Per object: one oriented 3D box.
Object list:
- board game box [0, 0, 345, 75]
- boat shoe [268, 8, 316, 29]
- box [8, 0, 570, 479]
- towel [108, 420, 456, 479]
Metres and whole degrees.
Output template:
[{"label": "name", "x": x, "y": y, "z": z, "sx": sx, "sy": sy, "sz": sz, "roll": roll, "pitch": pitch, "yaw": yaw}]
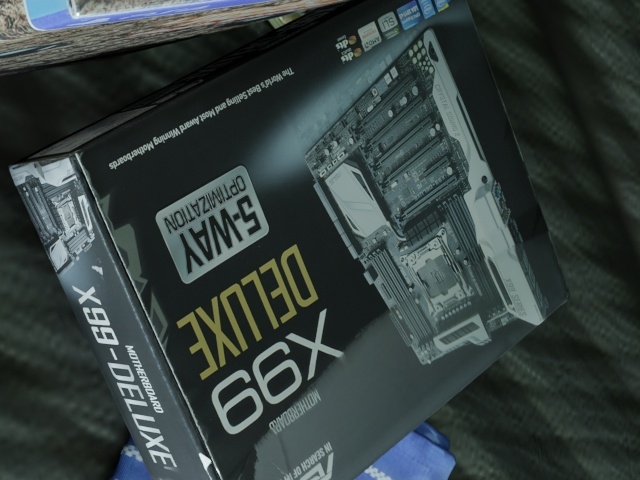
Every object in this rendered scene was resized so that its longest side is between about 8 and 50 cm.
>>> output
[{"label": "board game box", "x": -0.110, "y": -0.158, "z": 0.612, "sx": 0.232, "sy": 0.291, "sz": 0.141, "roll": -17, "pitch": 99, "yaw": -42}, {"label": "boat shoe", "x": -0.018, "y": -0.186, "z": 0.866, "sx": 0.056, "sy": 0.048, "sz": 0.153, "roll": -42, "pitch": 115, "yaw": -36}, {"label": "box", "x": 0.000, "y": 0.000, "z": 0.809, "sx": 0.307, "sy": 0.076, "sz": 0.242, "roll": -33, "pitch": 108, "yaw": -37}, {"label": "towel", "x": -0.046, "y": 0.221, "z": 0.824, "sx": 0.243, "sy": 0.040, "sz": 0.336, "roll": 40, "pitch": 62, "yaw": -34}]
